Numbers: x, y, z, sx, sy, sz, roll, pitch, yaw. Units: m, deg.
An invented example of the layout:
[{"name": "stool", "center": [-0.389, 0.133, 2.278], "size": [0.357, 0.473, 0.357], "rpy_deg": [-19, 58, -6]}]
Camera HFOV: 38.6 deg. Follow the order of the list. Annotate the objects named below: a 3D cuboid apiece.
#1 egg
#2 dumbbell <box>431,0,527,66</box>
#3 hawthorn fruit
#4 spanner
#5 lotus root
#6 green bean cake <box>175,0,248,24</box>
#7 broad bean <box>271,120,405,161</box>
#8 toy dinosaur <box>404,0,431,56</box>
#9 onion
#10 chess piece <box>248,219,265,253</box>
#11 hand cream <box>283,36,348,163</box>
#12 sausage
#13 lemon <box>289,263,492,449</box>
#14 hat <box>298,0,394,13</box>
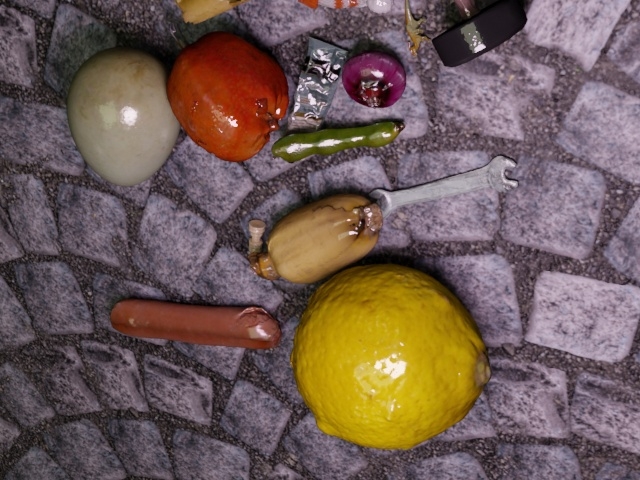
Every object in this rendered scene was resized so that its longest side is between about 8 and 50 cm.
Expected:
[{"name": "egg", "center": [-0.381, -0.233, 1.778], "size": [0.218, 0.218, 0.295], "rpy_deg": [25, 133, 12]}, {"name": "dumbbell", "center": [0.214, -0.402, 1.445], "size": [0.152, 0.152, 0.218], "rpy_deg": [-24, 103, 33]}, {"name": "hawthorn fruit", "center": [-0.191, -0.287, 1.676], "size": [0.299, 0.211, 0.211], "rpy_deg": [46, 126, 11]}, {"name": "spanner", "center": [0.220, -0.096, 1.681], "size": [0.302, 0.017, 0.071], "rpy_deg": [-11, 109, 29]}, {"name": "lotus root", "center": [0.000, -0.003, 1.765], "size": [0.303, 0.131, 0.146], "rpy_deg": [-26, 79, 32]}, {"name": "green bean cake", "center": [-0.189, -0.498, 1.548], "size": [0.131, 0.224, 0.230], "rpy_deg": [-15, 111, 31]}, {"name": "broad bean", "center": [0.033, -0.184, 1.681], "size": [0.256, 0.053, 0.052], "rpy_deg": [-8, 90, 11]}, {"name": "toy dinosaur", "center": [0.163, -0.367, 1.562], "size": [0.041, 0.026, 0.113], "rpy_deg": [18, 132, 37]}, {"name": "onion", "center": [0.093, -0.276, 1.599], "size": [0.115, 0.104, 0.115], "rpy_deg": [5, 151, 3]}, {"name": "chess piece", "center": [-0.134, 0.004, 1.892], "size": [0.035, 0.035, 0.092], "rpy_deg": [19, 125, 16]}, {"name": "hand cream", "center": [-0.020, -0.254, 1.705], "size": [0.075, 0.052, 0.248], "rpy_deg": [15, 117, -9]}, {"name": "sausage", "center": [-0.276, 0.181, 2.013], "size": [0.419, 0.094, 0.094], "rpy_deg": [3, 90, 23]}, {"name": "lemon", "center": [0.133, 0.215, 1.684], "size": [0.387, 0.350, 0.350], "rpy_deg": [7, 118, 28]}, {"name": "hat", "center": [0.048, -0.431, 1.564], "size": [0.162, 0.093, 0.112], "rpy_deg": [14, 132, -2]}]
